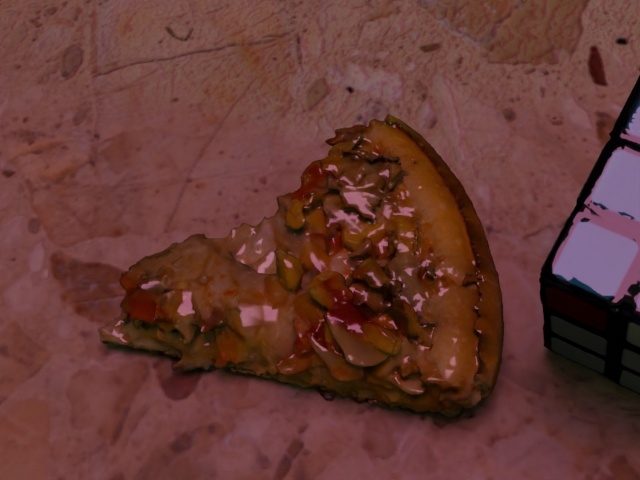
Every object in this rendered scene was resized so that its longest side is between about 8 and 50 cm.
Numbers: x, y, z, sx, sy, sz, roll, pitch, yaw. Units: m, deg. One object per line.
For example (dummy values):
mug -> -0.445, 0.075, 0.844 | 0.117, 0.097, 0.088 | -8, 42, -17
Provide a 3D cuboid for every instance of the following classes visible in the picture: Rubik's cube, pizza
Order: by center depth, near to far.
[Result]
Rubik's cube -> 0.244, 0.014, 0.722 | 0.162, 0.163, 0.160 | 24, 76, 20
pizza -> 0.000, 0.000, 0.841 | 0.288, 0.074, 0.251 | 8, 49, 10
